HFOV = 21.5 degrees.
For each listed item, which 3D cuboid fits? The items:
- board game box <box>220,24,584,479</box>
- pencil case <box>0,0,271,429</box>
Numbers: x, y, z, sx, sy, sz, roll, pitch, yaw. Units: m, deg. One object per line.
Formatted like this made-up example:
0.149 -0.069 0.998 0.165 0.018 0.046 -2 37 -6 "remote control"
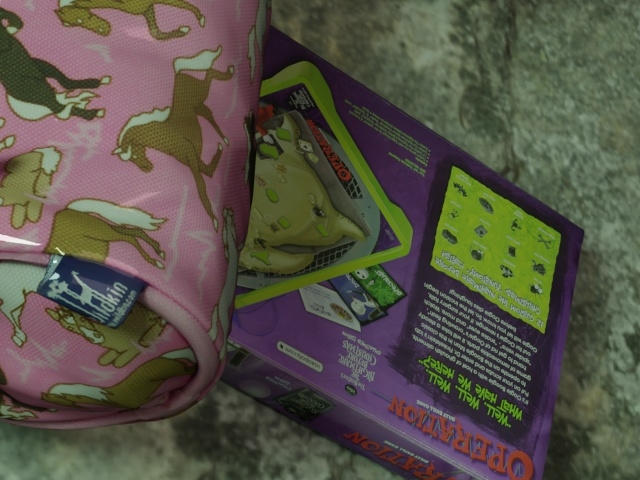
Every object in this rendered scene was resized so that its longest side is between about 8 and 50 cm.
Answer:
0.000 0.000 0.977 0.347 0.056 0.208 32 49 -22 "board game box"
-0.104 -0.105 0.820 0.160 0.167 0.386 4 59 4 "pencil case"
